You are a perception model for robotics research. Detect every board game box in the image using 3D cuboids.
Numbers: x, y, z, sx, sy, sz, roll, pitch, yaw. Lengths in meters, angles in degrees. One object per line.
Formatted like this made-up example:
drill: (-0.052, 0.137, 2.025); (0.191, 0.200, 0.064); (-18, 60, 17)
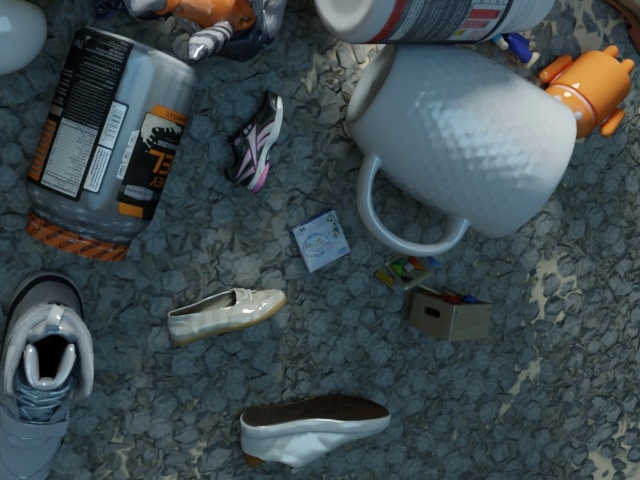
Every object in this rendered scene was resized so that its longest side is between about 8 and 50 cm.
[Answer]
board game box: (0.000, 0.000, 1.374); (0.090, 0.020, 0.090); (-27, 109, -16)

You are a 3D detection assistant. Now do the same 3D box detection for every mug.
mug: (0.204, -0.152, 1.284); (0.328, 0.276, 0.374); (27, 83, -16)

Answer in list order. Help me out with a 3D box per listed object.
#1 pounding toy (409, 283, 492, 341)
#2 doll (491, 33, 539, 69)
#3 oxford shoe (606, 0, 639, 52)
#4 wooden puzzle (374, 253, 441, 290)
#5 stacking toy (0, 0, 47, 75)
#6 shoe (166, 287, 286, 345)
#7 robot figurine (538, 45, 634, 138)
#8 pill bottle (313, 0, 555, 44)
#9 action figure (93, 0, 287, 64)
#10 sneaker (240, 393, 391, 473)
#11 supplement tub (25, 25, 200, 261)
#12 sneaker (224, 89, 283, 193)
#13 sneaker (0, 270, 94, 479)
pounding toy: (0.239, 0.129, 1.453); (0.130, 0.141, 0.100); (1, 100, -38)
doll: (0.337, -0.397, 1.397); (0.189, 0.129, 0.046); (28, 134, -29)
oxford shoe: (0.658, -0.518, 1.475); (0.397, 0.146, 0.140); (39, 85, -24)
wooden puzzle: (0.171, 0.055, 1.437); (0.116, 0.078, 0.014); (-34, 153, -19)
stacking toy: (-0.369, -0.448, 0.972); (0.351, 0.350, 0.479); (23, 99, -25)
shoe: (-0.164, 0.122, 1.299); (0.219, 0.076, 0.058); (-18, 112, -17)
robot figurine: (0.528, -0.289, 1.478); (0.219, 0.128, 0.158); (-43, 120, -9)
pill bottle: (0.186, -0.411, 1.147); (0.363, 0.210, 0.210); (-9, 104, -31)
action figure: (-0.184, -0.324, 1.091); (0.342, 0.330, 0.178); (-10, 95, 10)
sneaker: (-0.010, 0.372, 1.410); (0.290, 0.106, 0.123); (-2, 108, -13)
supplement tub: (-0.319, -0.140, 1.113); (0.194, 0.193, 0.315); (18, 96, -25)
sneaker: (-0.116, -0.174, 1.265); (0.077, 0.072, 0.178); (15, 89, -14)
sneaker: (-0.438, 0.241, 1.133); (0.138, 0.210, 0.365); (9, 97, -24)
